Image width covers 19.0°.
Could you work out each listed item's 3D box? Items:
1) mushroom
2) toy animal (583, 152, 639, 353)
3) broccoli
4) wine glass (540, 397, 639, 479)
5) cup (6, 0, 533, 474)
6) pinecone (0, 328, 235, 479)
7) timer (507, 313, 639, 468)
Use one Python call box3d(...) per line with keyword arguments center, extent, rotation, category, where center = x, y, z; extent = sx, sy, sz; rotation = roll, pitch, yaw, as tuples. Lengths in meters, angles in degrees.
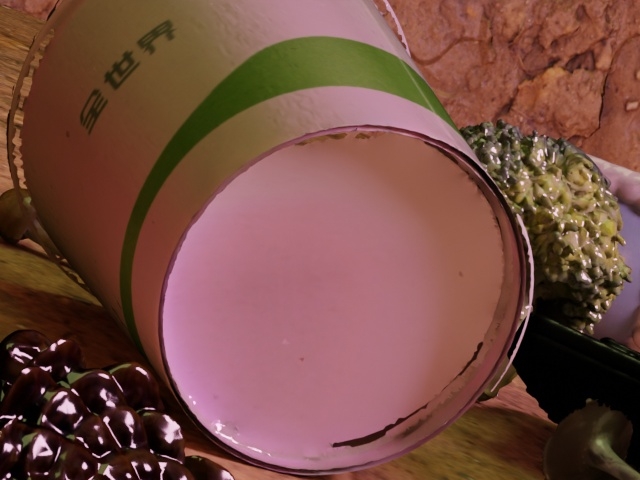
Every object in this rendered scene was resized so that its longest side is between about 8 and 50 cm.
box3d(center=(-0.070, 0.031, 1.266), extent=(0.306, 0.043, 0.068), rotation=(20, 27, -17), category="mushroom")
box3d(center=(0.252, 0.016, 1.760), extent=(0.204, 0.156, 0.208), rotation=(19, -9, 9), category="toy animal")
box3d(center=(0.113, 0.015, 1.323), extent=(0.198, 0.226, 0.176), rotation=(9, 27, 1), category="broccoli")
box3d(center=(0.200, 0.153, 1.034), extent=(0.066, 0.066, 0.198), rotation=(16, 11, -32), category="wine glass")
box3d(center=(-0.026, -0.022, 1.027), extent=(0.253, 0.253, 0.274), rotation=(17, 15, -24), category="cup")
box3d(center=(-0.088, 0.089, 0.488), extent=(0.121, 0.140, 0.140), rotation=(-24, -15, 26), category="pinecone")
box3d(center=(0.201, 0.104, 1.208), extent=(0.144, 0.055, 0.187), rotation=(24, -10, 22), category="timer")
